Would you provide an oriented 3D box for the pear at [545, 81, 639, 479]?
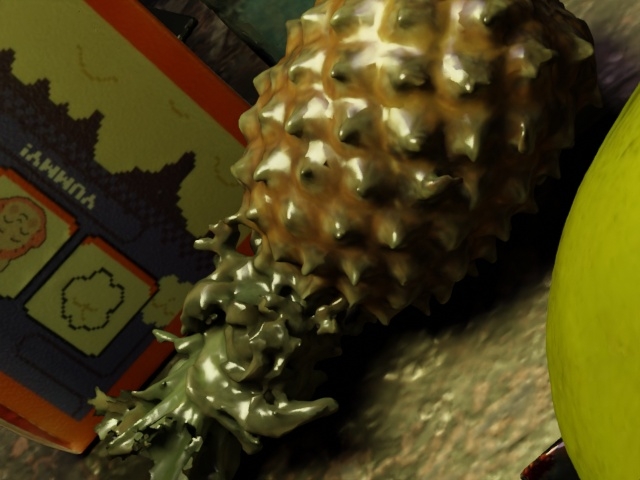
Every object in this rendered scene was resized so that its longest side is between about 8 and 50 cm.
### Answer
[{"bbox_3d":[0.213,0.007,0.579,0.253,0.253,0.307,-16,35,35],"label":"pear"}]

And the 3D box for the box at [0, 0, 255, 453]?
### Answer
[{"bbox_3d":[-0.244,-0.095,1.039,0.257,0.318,0.349,-49,42,1],"label":"box"}]

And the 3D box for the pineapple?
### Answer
[{"bbox_3d":[0.000,0.000,0.881,0.361,0.175,0.175,-53,35,19],"label":"pineapple"}]

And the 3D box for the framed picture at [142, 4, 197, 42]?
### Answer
[{"bbox_3d":[-0.252,-0.060,1.277,0.244,0.013,0.324,19,73,51],"label":"framed picture"}]

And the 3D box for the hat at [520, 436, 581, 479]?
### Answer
[{"bbox_3d":[0.132,0.108,0.681,0.129,0.140,0.227,18,58,39],"label":"hat"}]

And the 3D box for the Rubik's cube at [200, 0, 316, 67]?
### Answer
[{"bbox_3d":[-0.026,-0.378,1.056,0.337,0.344,0.343,-38,40,15],"label":"Rubik's cube"}]
